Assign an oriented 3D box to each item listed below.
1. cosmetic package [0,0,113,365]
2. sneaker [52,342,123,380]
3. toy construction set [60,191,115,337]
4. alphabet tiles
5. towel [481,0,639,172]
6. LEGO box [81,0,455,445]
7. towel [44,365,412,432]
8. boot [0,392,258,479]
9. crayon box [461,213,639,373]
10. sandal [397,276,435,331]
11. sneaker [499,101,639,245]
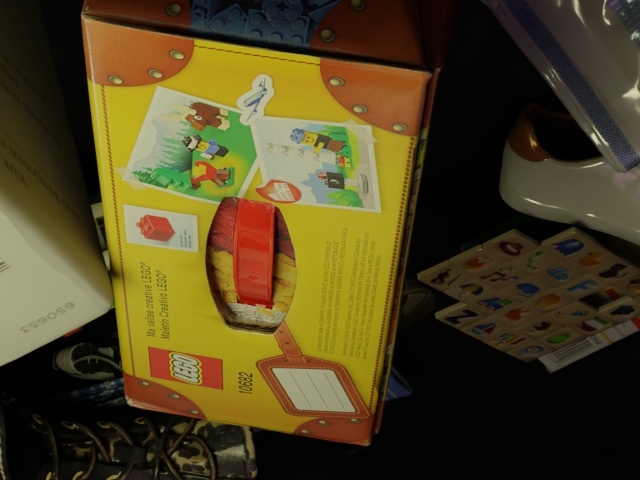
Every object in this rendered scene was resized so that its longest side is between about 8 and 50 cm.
[{"bbox_3d":[-0.375,-0.111,1.216,0.327,0.394,0.329,-26,145,11],"label":"cosmetic package"},{"bbox_3d":[-0.225,0.123,1.957,0.043,0.040,0.109,-7,163,40],"label":"sneaker"},{"bbox_3d":[-0.283,0.032,1.687,0.327,0.151,0.215,-5,170,-5],"label":"toy construction set"},{"bbox_3d":[0.213,0.051,1.902,0.198,0.009,0.237,-26,144,33],"label":"alphabet tiles"},{"bbox_3d":[0.293,-0.210,1.574,0.285,0.209,0.034,-36,180,23],"label":"towel"},{"bbox_3d":[-0.013,-0.139,1.280,0.193,0.372,0.500,9,151,2],"label":"LEGO box"},{"bbox_3d":[-0.094,0.169,2.003,0.336,0.040,0.243,-15,157,13],"label":"towel"},{"bbox_3d":[-0.203,0.203,1.820,0.284,0.138,0.377,-7,157,-5],"label":"boot"},{"bbox_3d":[0.330,0.005,1.986,0.318,0.081,0.202,-27,145,16],"label":"crayon box"},{"bbox_3d":[0.017,0.080,1.970,0.219,0.060,0.090,-31,149,29],"label":"sandal"},{"bbox_3d":[0.313,-0.063,1.792,0.290,0.106,0.123,9,135,6],"label":"sneaker"}]
